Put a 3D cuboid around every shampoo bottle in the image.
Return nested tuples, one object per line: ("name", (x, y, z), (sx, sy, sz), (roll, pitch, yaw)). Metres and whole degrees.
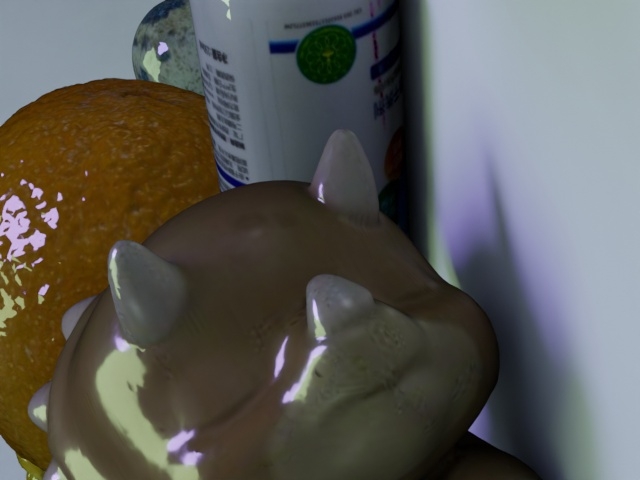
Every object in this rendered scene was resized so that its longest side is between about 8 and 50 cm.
("shampoo bottle", (0.000, 0.000, 0.539), (0.092, 0.092, 0.303), (-110, 11, -54))

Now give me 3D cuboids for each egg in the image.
("egg", (-0.144, -0.197, 1.272), (0.141, 0.141, 0.182), (-109, 2, -53))

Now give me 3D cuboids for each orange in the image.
("orange", (-0.147, 0.049, 0.907), (0.322, 0.322, 0.357), (-114, 18, -63))

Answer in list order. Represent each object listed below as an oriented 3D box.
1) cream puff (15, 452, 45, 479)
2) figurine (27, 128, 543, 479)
("cream puff", (-0.141, 0.227, 1.149), (0.257, 0.324, 0.291), (-28, 39, 56))
("figurine", (-0.019, 0.069, 0.436), (0.173, 0.177, 0.247), (58, 175, 15))
